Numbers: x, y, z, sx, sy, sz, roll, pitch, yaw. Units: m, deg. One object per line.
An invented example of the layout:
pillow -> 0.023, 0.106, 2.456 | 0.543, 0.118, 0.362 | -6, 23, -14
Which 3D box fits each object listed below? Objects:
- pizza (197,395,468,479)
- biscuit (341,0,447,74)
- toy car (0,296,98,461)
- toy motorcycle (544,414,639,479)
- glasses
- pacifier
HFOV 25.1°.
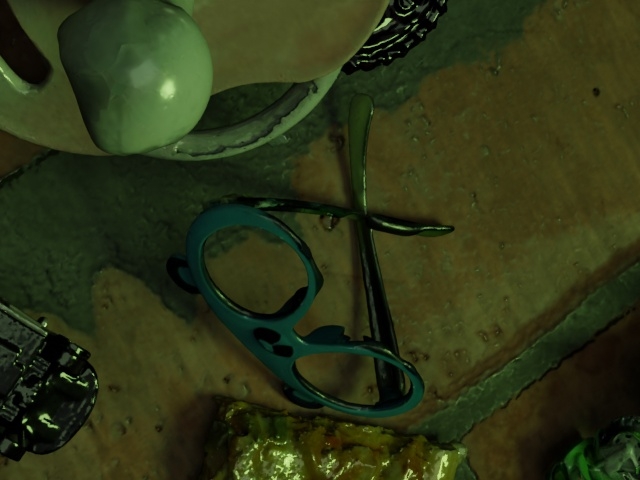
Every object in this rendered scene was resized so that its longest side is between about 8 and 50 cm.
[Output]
pizza -> -0.022, 0.201, 1.073 | 0.292, 0.058, 0.197 | -27, 103, -13
biscuit -> 0.015, -0.217, 1.043 | 0.195, 0.053, 0.194 | -2, 97, -18
toy car -> -0.250, 0.064, 0.964 | 0.210, 0.108, 0.089 | 35, 82, -22
toy motorcycle -> 0.227, 0.226, 1.136 | 0.074, 0.106, 0.190 | -16, 106, -49
glasses -> 0.022, 0.007, 1.034 | 0.207, 0.102, 0.239 | -53, 125, -13
pacifier -> -0.110, -0.159, 0.907 | 0.332, 0.273, 0.220 | -20, 88, 14
